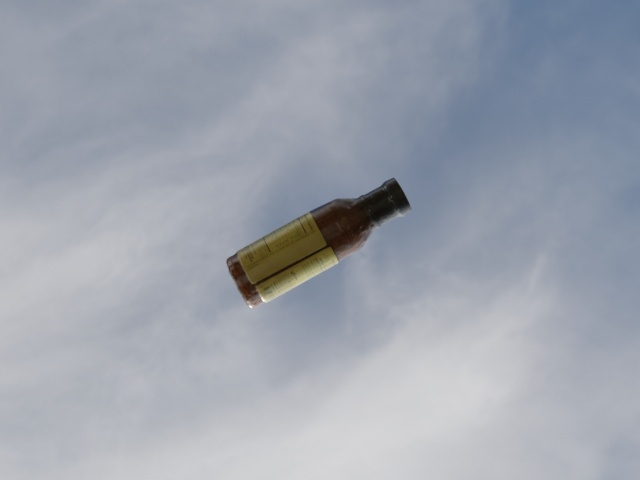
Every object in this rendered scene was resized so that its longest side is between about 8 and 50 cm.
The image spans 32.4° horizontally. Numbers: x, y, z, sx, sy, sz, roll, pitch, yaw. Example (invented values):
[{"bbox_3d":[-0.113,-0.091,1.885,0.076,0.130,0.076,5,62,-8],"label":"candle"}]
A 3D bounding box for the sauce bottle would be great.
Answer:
[{"bbox_3d":[0.000,0.000,0.738,0.128,0.042,0.042,-27,-100,-1],"label":"sauce bottle"}]
